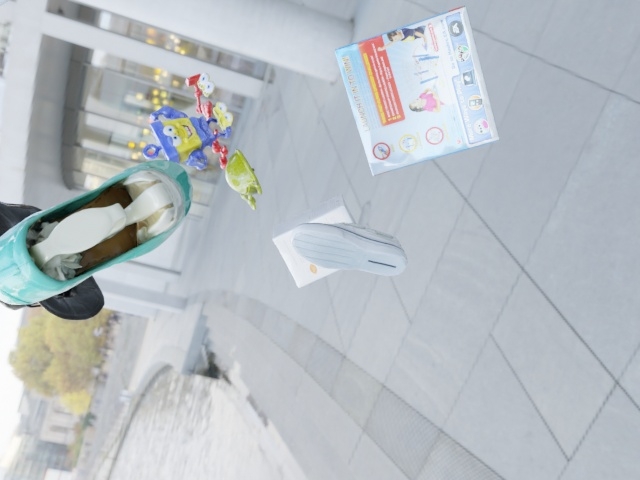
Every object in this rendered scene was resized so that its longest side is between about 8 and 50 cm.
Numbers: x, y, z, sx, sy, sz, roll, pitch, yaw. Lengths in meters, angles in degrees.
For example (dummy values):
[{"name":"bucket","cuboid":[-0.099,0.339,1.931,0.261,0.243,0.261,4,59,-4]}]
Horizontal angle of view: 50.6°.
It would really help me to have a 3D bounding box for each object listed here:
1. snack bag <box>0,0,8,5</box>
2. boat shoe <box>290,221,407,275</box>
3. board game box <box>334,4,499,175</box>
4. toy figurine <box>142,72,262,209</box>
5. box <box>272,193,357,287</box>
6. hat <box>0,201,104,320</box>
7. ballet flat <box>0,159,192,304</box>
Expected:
[{"name":"snack bag","cuboid":[-0.658,-0.522,1.365,0.323,0.037,0.342,-39,39,-9]},{"name":"boat shoe","cuboid":[0.048,0.007,1.221,0.083,0.226,0.076,-55,28,34]},{"name":"board game box","cuboid":[0.224,-0.339,1.558,0.086,0.302,0.308,-61,-45,-70]},{"name":"toy figurine","cuboid":[-0.315,-0.210,1.644,0.362,0.217,0.191,61,157,15]},{"name":"box","cuboid":[0.000,0.000,1.468,0.091,0.170,0.130,-93,-23,-70]},{"name":"hat","cuboid":[-0.616,0.071,1.429,0.134,0.331,0.331,-36,21,6]},{"name":"ballet flat","cuboid":[-0.187,-0.017,0.631,0.087,0.083,0.247,-17,15,42]}]
